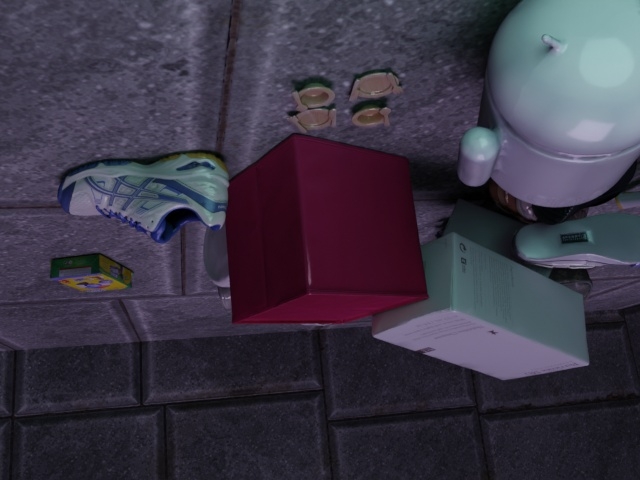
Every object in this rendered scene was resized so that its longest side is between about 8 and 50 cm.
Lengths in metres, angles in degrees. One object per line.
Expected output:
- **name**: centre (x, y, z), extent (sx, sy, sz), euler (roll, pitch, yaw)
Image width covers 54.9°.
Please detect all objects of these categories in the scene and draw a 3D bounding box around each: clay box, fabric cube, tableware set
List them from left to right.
- **clay box**: centre (-0.573, 0.091, 1.571), extent (0.127, 0.053, 0.222), euler (-7, 163, 5)
- **fabric cube**: centre (0.000, 0.000, 1.085), extent (0.254, 0.258, 0.259), euler (5, 161, -36)
- **tableware set**: centre (0.033, -0.189, 0.867), extent (0.168, 0.020, 0.141), euler (-6, 164, 3)

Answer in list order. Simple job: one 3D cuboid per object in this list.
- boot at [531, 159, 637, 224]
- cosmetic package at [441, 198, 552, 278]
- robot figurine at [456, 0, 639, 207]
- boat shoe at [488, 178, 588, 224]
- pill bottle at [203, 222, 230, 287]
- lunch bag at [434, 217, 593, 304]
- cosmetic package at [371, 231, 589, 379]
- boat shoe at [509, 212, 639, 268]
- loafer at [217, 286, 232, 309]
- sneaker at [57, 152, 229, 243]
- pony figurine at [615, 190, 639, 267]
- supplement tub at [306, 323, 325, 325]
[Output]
- **boot**: centre (0.491, -0.142, 1.068), extent (0.207, 0.094, 0.247), euler (-20, 146, -40)
- **cosmetic package**: centre (0.379, 0.006, 1.299), extent (0.231, 0.117, 0.085), euler (25, -173, 16)
- **robot figurine**: centre (0.291, -0.163, 0.719), extent (0.300, 0.200, 0.353), euler (-35, 162, 1)
- **boat shoe**: centre (0.448, -0.084, 1.243), extent (0.116, 0.123, 0.324), euler (21, -177, 42)
- **pill bottle**: centre (-0.079, 0.023, 1.301), extent (0.301, 0.169, 0.169), euler (7, 160, -38)
- **lunch bag**: centre (0.445, 0.061, 1.463), extent (0.305, 0.256, 0.213), euler (-8, 143, 0)
- **cosmetic package**: centre (0.309, 0.142, 1.182), extent (0.384, 0.156, 0.217), euler (23, 149, -28)
- **boat shoe**: centre (0.490, 0.010, 1.151), extent (0.267, 0.096, 0.088), euler (-6, 167, 3)
- **loafer**: centre (-0.224, 0.149, 1.816), extent (0.111, 0.112, 0.319), euler (-12, 171, 5)
- **sneaker**: centre (-0.296, -0.059, 1.010), extent (0.296, 0.131, 0.112), euler (-8, 166, 11)
- **pony figurine**: centre (0.742, -0.068, 1.181), extent (0.363, 0.303, 0.351), euler (-26, -173, 42)
- **supplement tub**: centre (0.032, 0.120, 1.632), extent (0.191, 0.191, 0.272), euler (6, 160, -34)
